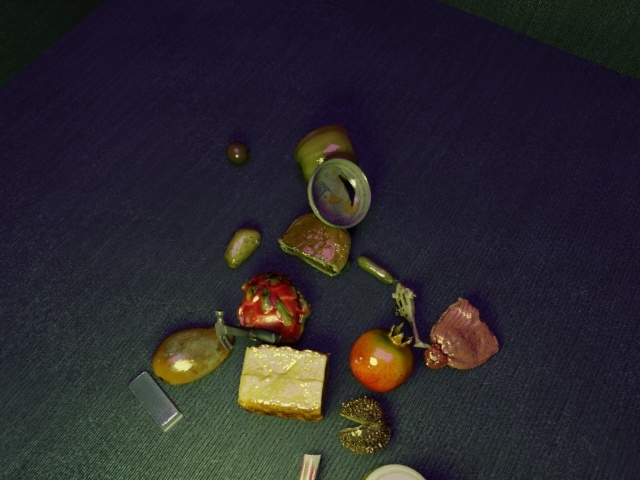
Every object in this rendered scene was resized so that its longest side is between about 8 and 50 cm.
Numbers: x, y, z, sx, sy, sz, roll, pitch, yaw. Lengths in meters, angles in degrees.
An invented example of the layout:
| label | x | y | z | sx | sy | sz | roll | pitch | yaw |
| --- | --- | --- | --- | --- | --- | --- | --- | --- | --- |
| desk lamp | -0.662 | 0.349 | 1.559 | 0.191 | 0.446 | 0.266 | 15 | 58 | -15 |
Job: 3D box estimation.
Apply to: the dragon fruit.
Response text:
| label | x | y | z | sx | sy | sz | roll | pitch | yaw |
| --- | --- | --- | --- | --- | --- | --- | --- | --- | --- |
| dragon fruit | -0.170 | 0.258 | 1.806 | 0.231 | 0.237 | 0.303 | -37 | 78 | 32 |

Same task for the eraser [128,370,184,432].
| label | x | y | z | sx | sy | sz | roll | pitch | yaw |
| --- | --- | --- | --- | --- | --- | --- | --- | --- | --- |
| eraser | -0.584 | 0.571 | 1.763 | 0.082 | 0.036 | 0.225 | -42 | 70 | -17 |

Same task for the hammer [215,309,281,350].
| label | x | y | z | sx | sy | sz | roll | pitch | yaw |
| --- | --- | --- | --- | --- | --- | --- | --- | --- | --- |
| hammer | -0.253 | 0.322 | 1.702 | 0.289 | 0.037 | 0.137 | 3 | 100 | 36 |

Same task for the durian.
| label | x | y | z | sx | sy | sz | roll | pitch | yaw |
| --- | --- | --- | --- | --- | --- | --- | --- | --- | --- |
| durian | 0.154 | 0.618 | 1.668 | 0.195 | 0.167 | 0.196 | 2 | 83 | -15 |

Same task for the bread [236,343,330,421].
| label | x | y | z | sx | sy | sz | roll | pitch | yaw |
| --- | --- | --- | --- | --- | --- | --- | --- | --- | --- |
| bread | -0.114 | 0.481 | 1.665 | 0.278 | 0.279 | 0.207 | 7 | 66 | 3 |

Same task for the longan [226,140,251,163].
| label | x | y | z | sx | sy | sz | roll | pitch | yaw |
| --- | --- | --- | --- | --- | --- | --- | --- | --- | --- |
| longan | -0.363 | -0.391 | 2.206 | 0.113 | 0.092 | 0.113 | 13 | 46 | -13 |

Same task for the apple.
| label | x | y | z | sx | sy | sz | roll | pitch | yaw |
| --- | --- | --- | --- | --- | --- | --- | --- | --- | --- |
| apple | 0.032 | -0.346 | 2.089 | 0.278 | 0.279 | 0.279 | -1 | 64 | 1 |

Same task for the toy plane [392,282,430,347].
| label | x | y | z | sx | sy | sz | roll | pitch | yaw |
| --- | --- | --- | --- | --- | --- | --- | --- | --- | --- |
| toy plane | 0.331 | 0.273 | 1.827 | 0.091 | 0.108 | 0.287 | 6 | 51 | -18 |

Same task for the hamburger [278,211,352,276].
| label | x | y | z | sx | sy | sz | roll | pitch | yaw |
| --- | --- | --- | --- | --- | --- | --- | --- | --- | --- |
| hamburger | 0.000 | 0.000 | 1.979 | 0.308 | 0.132 | 0.211 | 26 | 69 | 15 |

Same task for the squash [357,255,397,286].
| label | x | y | z | sx | sy | sz | roll | pitch | yaw |
| --- | --- | --- | --- | --- | --- | --- | --- | --- | --- |
| squash | 0.221 | 0.120 | 1.959 | 0.183 | 0.052 | 0.052 | 36 | 70 | 14 |

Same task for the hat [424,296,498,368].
| label | x | y | z | sx | sy | sz | roll | pitch | yaw |
| --- | --- | --- | --- | --- | --- | --- | --- | --- | --- |
| hat | 0.486 | 0.367 | 1.794 | 0.286 | 0.107 | 0.237 | -31 | 76 | -21 |

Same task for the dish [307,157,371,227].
| label | x | y | z | sx | sy | sz | roll | pitch | yaw |
| --- | --- | --- | --- | --- | --- | --- | --- | --- | --- |
| dish | 0.053 | -0.179 | 1.959 | 0.273 | 0.133 | 0.274 | 3 | 85 | -28 |

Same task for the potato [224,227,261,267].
| label | x | y | z | sx | sy | sz | roll | pitch | yaw |
| --- | --- | --- | --- | --- | --- | --- | --- | --- | --- |
| potato | -0.319 | 0.026 | 2.003 | 0.105 | 0.085 | 0.188 | 34 | 71 | -7 |

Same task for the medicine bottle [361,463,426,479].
| label | x | y | z | sx | sy | sz | roll | pitch | yaw |
| --- | --- | --- | --- | --- | --- | --- | --- | --- | --- |
| medicine bottle | 0.223 | 0.811 | 1.512 | 0.237 | 0.232 | 0.238 | -1 | 63 | 1 |

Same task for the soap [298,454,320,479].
| label | x | y | z | sx | sy | sz | roll | pitch | yaw |
| --- | --- | --- | --- | --- | --- | --- | --- | --- | --- |
| soap | -0.039 | 0.770 | 1.613 | 0.056 | 0.100 | 0.149 | 10 | 65 | 7 |

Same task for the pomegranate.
| label | x | y | z | sx | sy | sz | roll | pitch | yaw |
| --- | --- | --- | --- | --- | --- | --- | --- | --- | --- |
| pomegranate | 0.222 | 0.399 | 1.710 | 0.220 | 0.220 | 0.257 | 38 | 114 | 18 |

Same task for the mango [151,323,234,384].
| label | x | y | z | sx | sy | sz | roll | pitch | yaw |
| --- | --- | --- | --- | --- | --- | --- | --- | --- | --- |
| mango | -0.449 | 0.401 | 1.792 | 0.316 | 0.146 | 0.193 | -22 | 63 | -29 |
